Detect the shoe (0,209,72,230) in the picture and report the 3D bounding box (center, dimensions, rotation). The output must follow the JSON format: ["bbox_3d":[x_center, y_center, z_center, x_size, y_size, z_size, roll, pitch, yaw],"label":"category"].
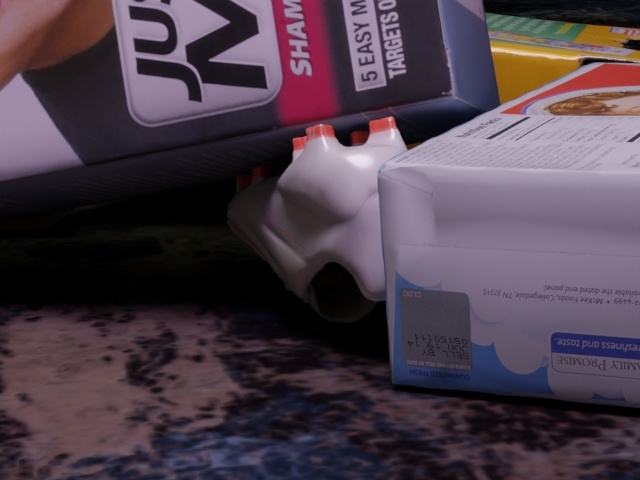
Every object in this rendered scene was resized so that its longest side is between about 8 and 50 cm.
[{"bbox_3d":[-0.232,-0.041,0.927,0.219,0.077,0.058,7,16,3],"label":"shoe"}]

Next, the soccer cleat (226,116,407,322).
[{"bbox_3d":[0.000,0.000,0.745,0.068,0.076,0.196,-7,-5,-11],"label":"soccer cleat"}]

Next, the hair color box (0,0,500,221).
[{"bbox_3d":[-0.121,-0.113,0.783,0.374,0.185,0.113,-10,-5,16],"label":"hair color box"}]

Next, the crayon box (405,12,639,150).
[{"bbox_3d":[0.042,-0.088,0.971,0.322,0.083,0.203,8,12,11],"label":"crayon box"}]

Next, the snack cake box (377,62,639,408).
[{"bbox_3d":[0.145,-0.013,0.708,0.152,0.089,0.264,2,14,27],"label":"snack cake box"}]
